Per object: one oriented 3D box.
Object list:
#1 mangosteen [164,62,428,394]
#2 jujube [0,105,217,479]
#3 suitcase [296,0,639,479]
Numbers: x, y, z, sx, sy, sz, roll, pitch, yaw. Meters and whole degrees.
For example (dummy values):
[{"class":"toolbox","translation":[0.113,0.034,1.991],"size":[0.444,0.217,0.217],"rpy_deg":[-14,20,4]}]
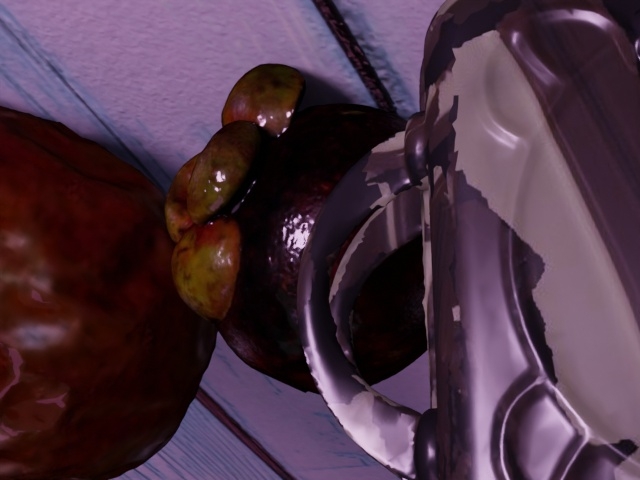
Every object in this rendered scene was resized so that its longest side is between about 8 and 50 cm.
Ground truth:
[{"class":"mangosteen","translation":[0.000,0.000,0.819],"size":[0.210,0.210,0.210],"rpy_deg":[10,149,6]},{"class":"jujube","translation":[-0.257,0.025,0.891],"size":[0.377,0.276,0.276],"rpy_deg":[19,149,-2]},{"class":"suitcase","translation":[0.160,0.028,0.640],"size":[0.339,0.351,0.194],"rpy_deg":[-6,161,15]}]
